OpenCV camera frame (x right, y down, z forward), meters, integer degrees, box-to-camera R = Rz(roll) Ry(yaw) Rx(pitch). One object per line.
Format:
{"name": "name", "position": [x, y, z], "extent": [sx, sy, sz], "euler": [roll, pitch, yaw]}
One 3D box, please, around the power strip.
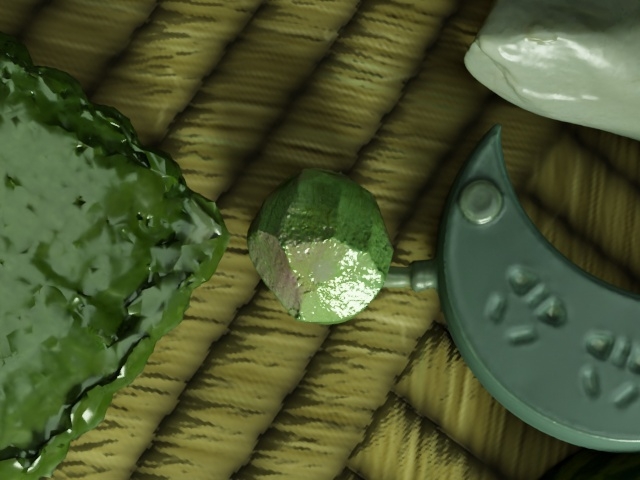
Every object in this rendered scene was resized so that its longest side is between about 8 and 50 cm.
{"name": "power strip", "position": [0.158, 0.035, 0.939], "extent": [0.253, 0.054, 0.167], "euler": [18, 80, 6]}

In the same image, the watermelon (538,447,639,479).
{"name": "watermelon", "position": [0.263, 0.179, 0.981], "extent": [0.303, 0.159, 0.128], "euler": [23, 44, -13]}

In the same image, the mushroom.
{"name": "mushroom", "position": [0.212, -0.091, 0.966], "extent": [0.270, 0.103, 0.118], "euler": [29, 81, -17]}

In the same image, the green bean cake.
{"name": "green bean cake", "position": [-0.179, 0.011, 0.857], "extent": [0.200, 0.113, 0.214], "euler": [37, 79, -9]}

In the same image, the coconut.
{"name": "coconut", "position": [0.000, 0.000, 0.922], "extent": [0.083, 0.081, 0.082], "euler": [-3, 121, 8]}
